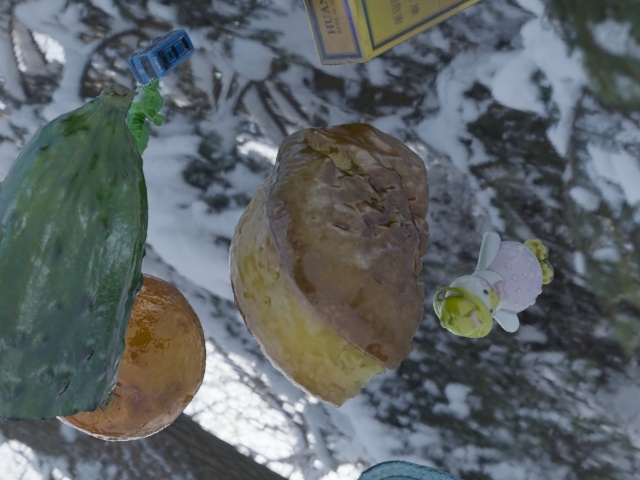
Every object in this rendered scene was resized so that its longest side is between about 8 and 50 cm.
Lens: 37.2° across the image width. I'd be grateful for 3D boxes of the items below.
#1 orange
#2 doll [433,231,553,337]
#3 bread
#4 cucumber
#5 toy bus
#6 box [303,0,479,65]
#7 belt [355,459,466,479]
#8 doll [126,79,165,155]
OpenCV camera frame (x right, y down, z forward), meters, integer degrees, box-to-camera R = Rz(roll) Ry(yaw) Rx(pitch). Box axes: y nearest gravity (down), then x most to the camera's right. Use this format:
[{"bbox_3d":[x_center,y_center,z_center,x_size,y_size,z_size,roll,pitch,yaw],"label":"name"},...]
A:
[{"bbox_3d":[-0.301,0.170,1.435,0.261,0.261,0.261,-43,-36,-41],"label":"orange"},{"bbox_3d":[0.205,0.056,1.131,0.207,0.081,0.129,-27,-73,-41],"label":"doll"},{"bbox_3d":[0.000,0.000,1.030,0.194,0.179,0.340,-50,22,42],"label":"bread"},{"bbox_3d":[-0.177,0.001,0.663,0.134,0.134,0.244,-19,-42,-57],"label":"cucumber"},{"bbox_3d":[-0.188,-0.219,1.130,0.083,0.046,0.038,-52,-56,-47],"label":"toy bus"},{"bbox_3d":[0.101,-0.352,1.141,0.301,0.084,0.193,-35,-60,-37],"label":"box"},{"bbox_3d":[0.084,0.253,0.752,0.147,0.163,0.082,-47,-42,4],"label":"belt"},{"bbox_3d":[-0.269,-0.151,1.382,0.050,0.115,0.190,23,-103,-30],"label":"doll"}]
